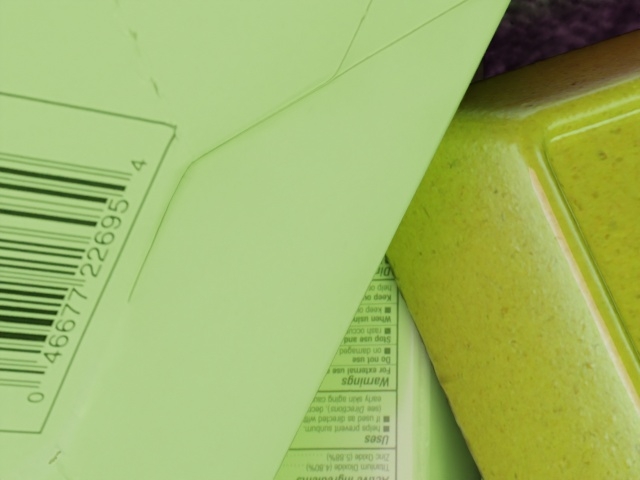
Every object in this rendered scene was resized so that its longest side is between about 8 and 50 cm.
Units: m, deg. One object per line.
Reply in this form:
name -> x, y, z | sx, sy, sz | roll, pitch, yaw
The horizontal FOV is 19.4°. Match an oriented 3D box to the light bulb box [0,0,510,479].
light bulb box -> -0.156, -0.064, 0.805 | 0.361, 0.225, 0.358 | 46, 118, 45

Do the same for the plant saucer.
plant saucer -> 0.222, 0.030, 0.791 | 0.333, 0.081, 0.333 | -19, 72, -13

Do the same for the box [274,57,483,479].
box -> 0.000, 0.000, 0.914 | 0.148, 0.121, 0.311 | -1, 79, 18
